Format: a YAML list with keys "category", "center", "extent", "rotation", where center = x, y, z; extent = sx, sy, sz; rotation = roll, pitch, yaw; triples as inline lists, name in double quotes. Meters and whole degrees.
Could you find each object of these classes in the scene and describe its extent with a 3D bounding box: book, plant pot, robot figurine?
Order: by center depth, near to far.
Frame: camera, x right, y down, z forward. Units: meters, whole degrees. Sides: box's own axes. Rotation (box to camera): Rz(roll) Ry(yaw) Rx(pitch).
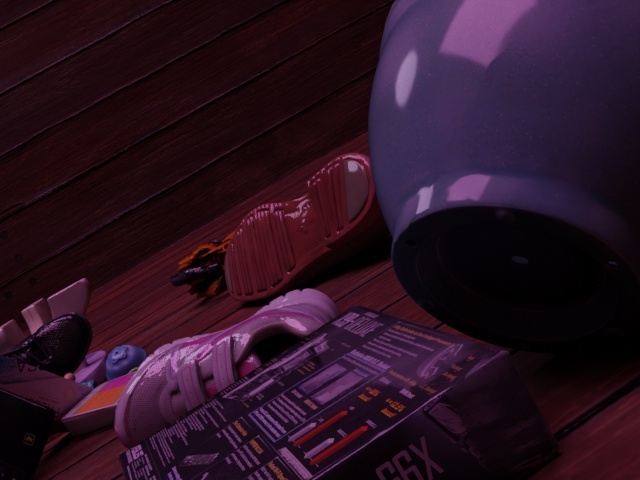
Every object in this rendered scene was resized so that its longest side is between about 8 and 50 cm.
- category: "plant pot"
  center: [0.159, -0.043, 0.728]
  extent: [0.293, 0.293, 0.196]
  rotation: [-20, 40, 47]
- category: "book"
  center: [-0.256, 0.202, 1.320]
  extent: [0.144, 0.035, 0.096]
  rotation: [-22, 18, 34]
- category: "robot figurine"
  center: [-0.133, 0.020, 1.819]
  extent: [0.291, 0.085, 0.211]
  rotation: [-24, 10, 31]

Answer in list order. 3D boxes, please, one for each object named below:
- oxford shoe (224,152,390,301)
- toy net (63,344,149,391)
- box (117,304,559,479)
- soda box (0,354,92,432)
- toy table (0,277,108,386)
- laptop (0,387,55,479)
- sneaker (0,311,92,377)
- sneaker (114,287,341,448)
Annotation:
- category: "oxford shoe"
  center: [0.000, 0.000, 1.493]
  extent: [0.146, 0.140, 0.397]
  rotation: [3, -21, -39]
- category: "toy net"
  center: [-0.341, 0.234, 1.439]
  extent: [0.232, 0.045, 0.122]
  rotation: [-34, 38, -8]
- category: "box"
  center: [-0.012, 0.150, 0.714]
  extent: [0.242, 0.076, 0.307]
  rotation: [-31, 9, -13]
- category: "soda box"
  center: [-0.388, 0.199, 1.322]
  extent: [0.058, 0.183, 0.063]
  rotation: [-13, 60, 34]
- category: "toy table"
  center: [-0.455, 0.189, 1.658]
  extent: [0.252, 0.161, 0.274]
  rotation: [-31, 8, -9]
- category: "laptop"
  center: [-0.412, 0.240, 0.922]
  extent: [0.234, 0.264, 0.136]
  rotation: [17, -7, 20]
- category: "sneaker"
  center: [-0.434, 0.186, 1.462]
  extent: [0.227, 0.087, 0.130]
  rotation: [-34, -6, -3]
- category: "sneaker"
  center: [-0.089, 0.131, 0.987]
  extent: [0.252, 0.103, 0.111]
  rotation: [-31, 7, -3]
